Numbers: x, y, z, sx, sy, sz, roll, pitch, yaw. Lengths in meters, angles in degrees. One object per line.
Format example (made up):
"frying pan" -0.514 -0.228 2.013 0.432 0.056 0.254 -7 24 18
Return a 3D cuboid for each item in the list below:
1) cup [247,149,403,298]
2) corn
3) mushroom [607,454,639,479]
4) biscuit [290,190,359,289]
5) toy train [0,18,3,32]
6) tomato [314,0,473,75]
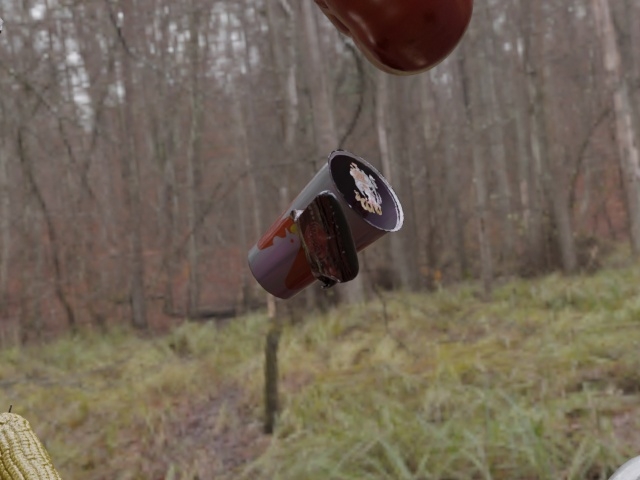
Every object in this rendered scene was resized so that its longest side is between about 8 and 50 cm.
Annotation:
"cup" -0.003 -0.015 1.934 0.288 0.203 0.203 -41 -18 30
"corn" -0.505 0.408 1.692 0.106 0.106 0.305 -7 32 -40
"mushroom" 0.499 0.458 1.607 0.328 0.159 0.122 -19 -6 -23
"biscuit" 0.003 0.006 1.624 0.063 0.151 0.235 -18 -1 -11
"toy train" -0.518 -0.269 1.460 0.038 0.071 0.148 22 -55 -29
"tomato" 0.126 -0.417 1.630 0.226 0.298 0.298 -41 1 0
